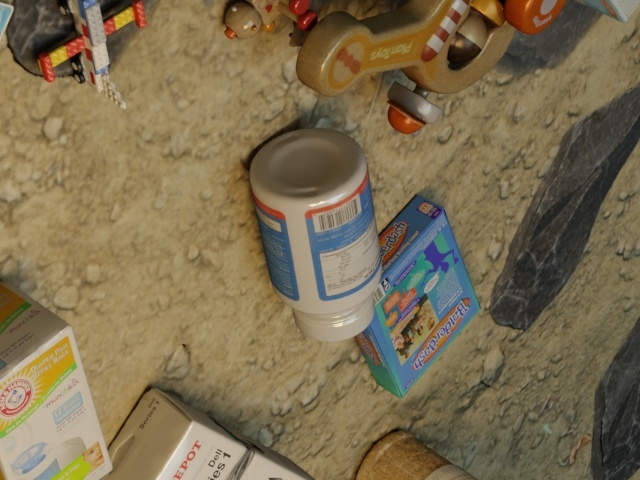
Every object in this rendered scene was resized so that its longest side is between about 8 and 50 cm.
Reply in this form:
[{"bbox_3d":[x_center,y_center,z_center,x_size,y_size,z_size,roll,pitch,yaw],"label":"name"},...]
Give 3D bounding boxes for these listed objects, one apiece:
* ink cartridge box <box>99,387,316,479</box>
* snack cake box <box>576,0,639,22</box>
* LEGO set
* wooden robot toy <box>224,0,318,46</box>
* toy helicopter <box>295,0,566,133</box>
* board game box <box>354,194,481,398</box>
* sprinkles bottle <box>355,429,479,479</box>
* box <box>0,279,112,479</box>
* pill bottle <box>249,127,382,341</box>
[{"bbox_3d":[-0.128,0.277,1.930,0.219,0.092,0.160,33,89,-40],"label":"ink cartridge box"},{"bbox_3d":[0.315,-0.382,2.051,0.152,0.089,0.264,-55,144,-4],"label":"snack cake box"},{"bbox_3d":[-0.206,-0.220,1.558,0.244,0.060,0.182,10,110,-54],"label":"LEGO set"},{"bbox_3d":[-0.059,-0.222,1.728,0.079,0.076,0.173,-42,142,-6],"label":"wooden robot toy"},{"bbox_3d":[0.092,-0.198,1.862,0.355,0.140,0.235,-20,139,-48],"label":"toy helicopter"},{"bbox_3d":[0.106,0.070,2.154,0.160,0.047,0.210,-47,142,-18],"label":"board game box"},{"bbox_3d":[0.202,0.368,2.218,0.121,0.355,0.121,-30,136,-35],"label":"sprinkles bottle"},{"bbox_3d":[-0.285,0.157,1.688,0.114,0.103,0.203,-37,139,-29],"label":"box"},{"bbox_3d":[0.000,0.000,1.909,0.124,0.124,0.221,-38,140,-28],"label":"pill bottle"}]
